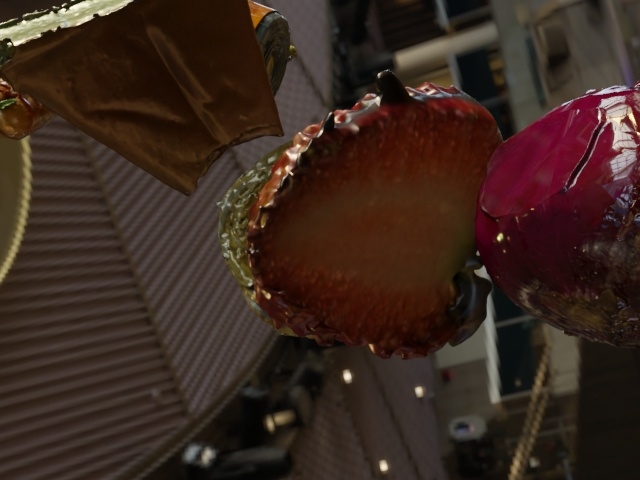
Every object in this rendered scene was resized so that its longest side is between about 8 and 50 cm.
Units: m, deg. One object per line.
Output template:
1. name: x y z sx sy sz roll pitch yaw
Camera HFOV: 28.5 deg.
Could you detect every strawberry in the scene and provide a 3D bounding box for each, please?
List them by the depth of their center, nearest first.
1. strawberry: 0.025 -0.032 1.019 0.306 0.138 0.233 15 -87 -48

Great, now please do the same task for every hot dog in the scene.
1. hot dog: -0.378 -0.186 1.582 0.250 0.104 0.076 -67 -2 -71

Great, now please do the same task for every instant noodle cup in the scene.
1. instant noodle cup: -0.111 -0.219 1.465 0.208 0.126 0.177 57 -128 -73

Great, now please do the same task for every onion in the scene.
1. onion: 0.202 -0.046 0.824 0.140 0.195 0.218 37 -118 -29

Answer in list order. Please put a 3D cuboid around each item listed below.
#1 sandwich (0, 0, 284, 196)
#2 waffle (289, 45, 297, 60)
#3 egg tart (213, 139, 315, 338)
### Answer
1. sandwich: -0.166 -0.132 1.175 0.063 0.245 0.212 -132 23 -57
2. waffle: -0.176 -0.231 1.859 0.062 0.329 0.329 64 -159 -8
3. egg tart: 0.000 0.000 1.433 0.232 0.252 0.098 -62 -23 -5
